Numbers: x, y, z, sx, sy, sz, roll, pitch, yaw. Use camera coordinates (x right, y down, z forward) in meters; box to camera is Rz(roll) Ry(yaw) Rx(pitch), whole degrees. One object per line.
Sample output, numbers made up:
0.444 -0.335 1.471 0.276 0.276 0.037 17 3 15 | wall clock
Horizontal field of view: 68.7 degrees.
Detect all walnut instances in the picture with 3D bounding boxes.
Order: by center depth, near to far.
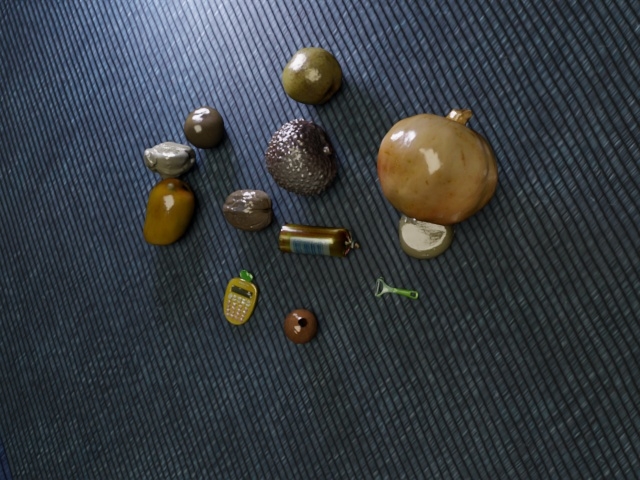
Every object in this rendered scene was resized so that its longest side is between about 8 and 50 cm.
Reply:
-0.301 -0.123 1.917 0.231 0.178 0.178 6 89 24 | walnut

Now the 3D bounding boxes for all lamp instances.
-0.077 0.336 1.831 0.136 0.136 0.136 -1 87 18 | lamp

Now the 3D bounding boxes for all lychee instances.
-0.077 -0.307 1.787 0.300 0.300 0.299 -1 87 18 | lychee

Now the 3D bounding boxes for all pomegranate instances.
0.392 -0.258 1.577 0.412 0.411 0.411 -1 87 18 | pomegranate

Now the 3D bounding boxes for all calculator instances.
-0.335 0.240 1.975 0.146 0.032 0.234 19 95 18 | calculator

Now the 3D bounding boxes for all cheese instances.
0.394 -0.019 1.717 0.203 0.091 0.175 -6 85 16 | cheese

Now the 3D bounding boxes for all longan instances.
-0.494 -0.480 1.998 0.167 0.167 0.187 18 80 18 | longan

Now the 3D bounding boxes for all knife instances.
0.290 0.189 1.775 0.166 0.022 0.078 10 97 20 | knife

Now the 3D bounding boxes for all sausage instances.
0.001 -0.002 1.836 0.318 0.117 0.125 4 65 16 | sausage

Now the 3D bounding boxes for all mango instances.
-0.662 -0.116 2.031 0.211 0.173 0.317 30 103 18 | mango

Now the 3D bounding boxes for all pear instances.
-0.027 -0.634 1.832 0.228 0.188 0.211 -50 62 10 | pear

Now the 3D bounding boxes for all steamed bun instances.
-0.654 -0.336 2.031 0.218 0.211 0.144 12 116 17 | steamed bun
